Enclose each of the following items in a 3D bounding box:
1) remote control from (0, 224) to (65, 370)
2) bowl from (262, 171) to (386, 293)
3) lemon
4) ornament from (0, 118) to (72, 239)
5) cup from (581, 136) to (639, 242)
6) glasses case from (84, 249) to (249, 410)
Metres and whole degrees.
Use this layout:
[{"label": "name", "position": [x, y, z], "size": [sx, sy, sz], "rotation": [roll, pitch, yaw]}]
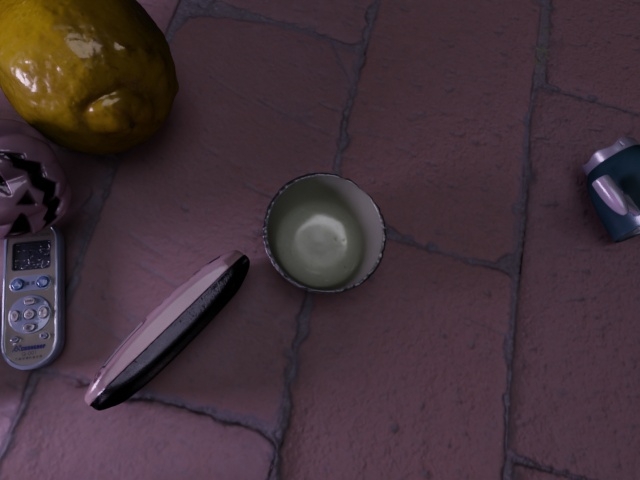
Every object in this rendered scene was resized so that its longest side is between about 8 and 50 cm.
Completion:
[{"label": "remote control", "position": [-0.459, 0.083, 0.732], "size": [0.086, 0.047, 0.245], "rotation": [-6, 74, -8]}, {"label": "bowl", "position": [0.000, 0.000, 0.798], "size": [0.211, 0.112, 0.212], "rotation": [3, 72, -9]}, {"label": "lemon", "position": [-0.391, -0.293, 0.752], "size": [0.315, 0.285, 0.286], "rotation": [19, 69, 21]}, {"label": "ornament", "position": [-0.472, -0.087, 0.676], "size": [0.177, 0.177, 0.178], "rotation": [3, 72, -8]}, {"label": "cup", "position": [0.626, -0.109, 0.915], "size": [0.299, 0.167, 0.173], "rotation": [-6, 61, -38]}, {"label": "glasses case", "position": [-0.230, 0.133, 0.713], "size": [0.075, 0.122, 0.314], "rotation": [43, 72, 0]}]
